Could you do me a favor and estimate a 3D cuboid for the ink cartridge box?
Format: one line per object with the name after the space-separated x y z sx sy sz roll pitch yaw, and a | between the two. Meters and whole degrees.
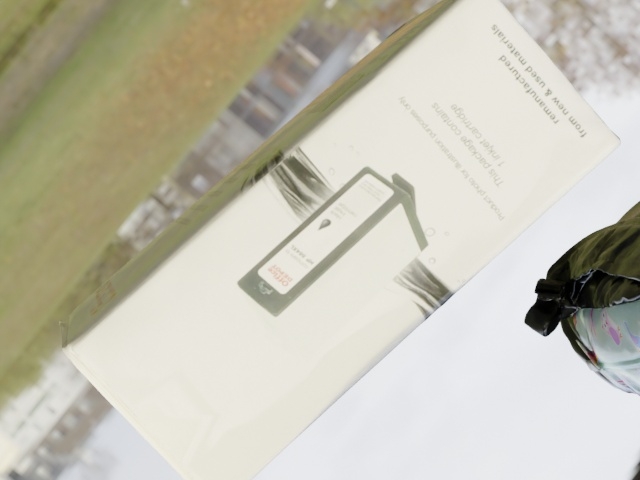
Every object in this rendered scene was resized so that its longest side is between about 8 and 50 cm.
0.000 0.000 0.685 0.203 0.086 0.148 -42 -173 -5 | ink cartridge box

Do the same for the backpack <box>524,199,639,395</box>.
0.187 0.017 0.772 0.152 0.115 0.182 -46 -178 -2 | backpack
